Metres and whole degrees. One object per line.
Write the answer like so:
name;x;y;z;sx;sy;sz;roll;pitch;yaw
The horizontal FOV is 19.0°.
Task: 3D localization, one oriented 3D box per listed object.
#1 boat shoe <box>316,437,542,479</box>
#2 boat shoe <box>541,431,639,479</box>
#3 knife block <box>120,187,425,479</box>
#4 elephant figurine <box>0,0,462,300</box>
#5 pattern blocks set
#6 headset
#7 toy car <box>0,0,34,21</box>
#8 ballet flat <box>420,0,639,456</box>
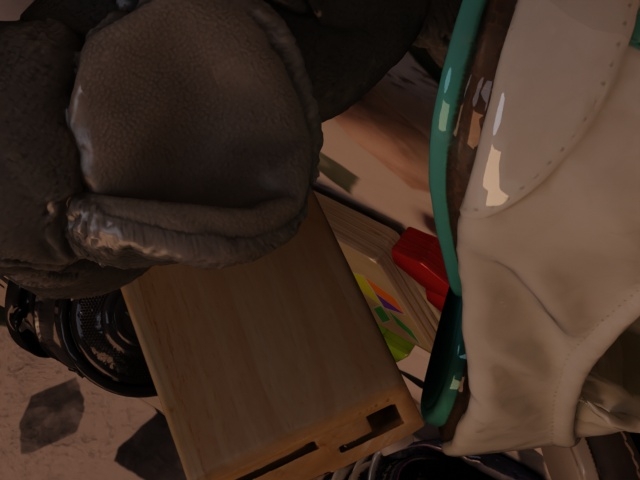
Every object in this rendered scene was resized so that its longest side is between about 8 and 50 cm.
boat shoe;0.048;0.196;1.520;0.341;0.127;0.158;13;153;27
boat shoe;0.192;0.160;1.118;0.335;0.095;0.112;68;-178;-61
knife block;-0.048;-0.014;0.816;0.242;0.088;0.275;64;180;2
elephant figurine;-0.078;-0.047;0.640;0.186;0.239;0.169;25;162;16
pattern blocks set;0.000;0.000;1.140;0.325;0.026;0.285;31;167;21
headset;-0.191;0.075;1.578;0.394;0.185;0.243;30;172;-29
toy car;-0.169;-0.078;1.058;0.182;0.136;0.159;-3;114;28
ballet flat;0.106;0.012;0.701;0.139;0.139;0.400;34;167;12
